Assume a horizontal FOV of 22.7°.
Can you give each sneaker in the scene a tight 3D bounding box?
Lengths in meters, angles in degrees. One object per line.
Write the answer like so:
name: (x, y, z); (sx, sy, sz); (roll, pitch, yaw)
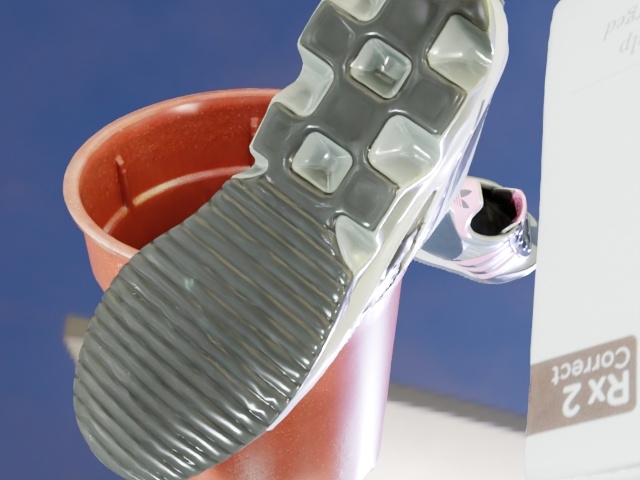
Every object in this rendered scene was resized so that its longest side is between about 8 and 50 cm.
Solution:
sneaker: (0.218, -0.016, 1.962); (0.131, 0.112, 0.319); (-19, -15, 34)
sneaker: (0.000, 0.000, 0.871); (0.330, 0.122, 0.146); (-51, -17, 11)

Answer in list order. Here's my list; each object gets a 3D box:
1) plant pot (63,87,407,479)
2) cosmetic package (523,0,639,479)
plant pot: (-0.052, 0.061, 1.248); (0.272, 0.272, 0.265); (1, -58, 3)
cosmetic package: (0.173, 0.009, 0.423); (0.183, 0.151, 0.151); (26, -31, -33)
